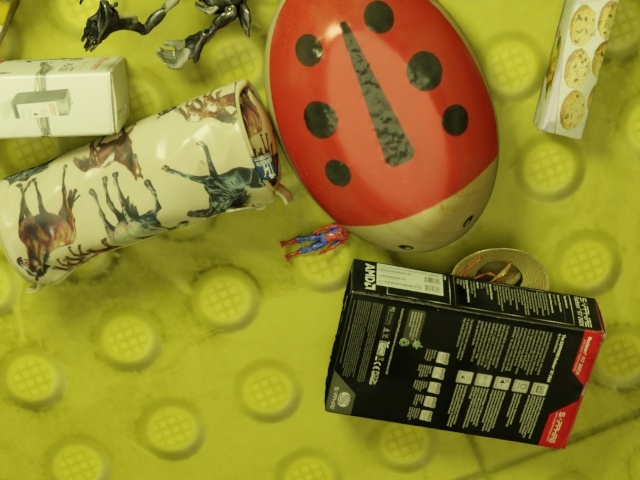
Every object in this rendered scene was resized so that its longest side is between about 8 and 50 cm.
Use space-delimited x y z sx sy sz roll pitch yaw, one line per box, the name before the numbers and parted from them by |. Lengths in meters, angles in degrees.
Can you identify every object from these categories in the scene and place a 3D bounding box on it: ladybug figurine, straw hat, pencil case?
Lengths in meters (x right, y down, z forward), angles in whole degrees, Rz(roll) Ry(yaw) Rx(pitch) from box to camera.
ladybug figurine | 0.084 -0.176 1.904 0.305 0.162 0.449 -27 105 7
straw hat | 0.261 0.045 2.019 0.144 0.061 0.144 2 127 2
pencil case | -0.252 -0.069 1.923 0.410 0.160 0.183 -21 90 8

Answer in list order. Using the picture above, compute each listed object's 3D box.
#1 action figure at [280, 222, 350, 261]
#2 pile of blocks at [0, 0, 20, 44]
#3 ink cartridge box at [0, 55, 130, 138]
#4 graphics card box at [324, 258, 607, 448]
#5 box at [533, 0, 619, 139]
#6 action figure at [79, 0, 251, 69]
action figure | 0.000 0.000 2.025 0.115 0.030 0.038 -19 101 3
pile of blocks | -0.428 -0.436 1.828 0.112 0.149 0.362 20 106 -7
ink cartridge box | -0.380 -0.197 1.893 0.218 0.158 0.092 -1 106 -1
graphics card box | 0.204 0.169 2.015 0.371 0.094 0.233 8 124 -4
box | 0.370 -0.304 1.921 0.067 0.063 0.324 12 106 -6
action figure | -0.201 -0.328 1.869 0.275 0.141 0.164 -10 78 -36
